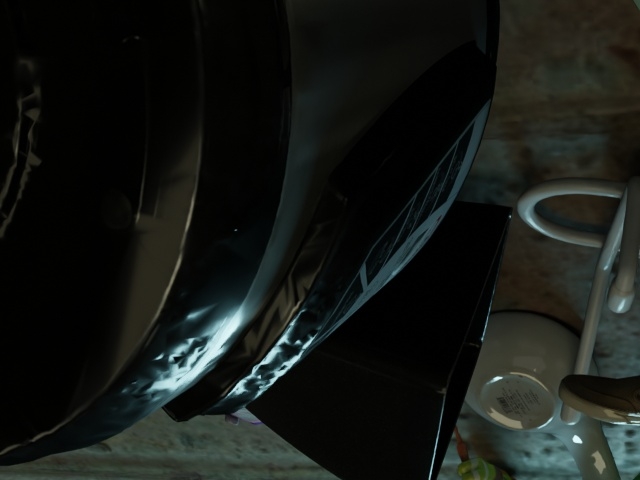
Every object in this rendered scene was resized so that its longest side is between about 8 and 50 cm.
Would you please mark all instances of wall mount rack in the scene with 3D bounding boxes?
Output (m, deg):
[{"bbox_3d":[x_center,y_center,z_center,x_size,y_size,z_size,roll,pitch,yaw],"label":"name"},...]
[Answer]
[{"bbox_3d":[0.317,0.064,0.901,0.350,0.130,0.304,9,159,9],"label":"wall mount rack"}]

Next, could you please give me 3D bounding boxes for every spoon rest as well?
[{"bbox_3d":[0.219,0.173,1.101,0.137,0.084,0.276,-18,116,31],"label":"spoon rest"}]

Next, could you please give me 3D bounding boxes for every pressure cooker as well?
[{"bbox_3d":[-0.098,-0.117,0.627,0.370,0.420,0.375,1,104,25],"label":"pressure cooker"}]

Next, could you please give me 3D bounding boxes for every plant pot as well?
[{"bbox_3d":[0.036,0.074,0.912,0.167,0.187,0.188,17,139,11],"label":"plant pot"}]

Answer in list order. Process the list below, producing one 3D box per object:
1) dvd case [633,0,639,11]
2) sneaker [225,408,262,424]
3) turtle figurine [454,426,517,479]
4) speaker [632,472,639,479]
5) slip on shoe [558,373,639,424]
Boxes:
[{"bbox_3d":[0.226,-0.187,0.733,0.087,0.013,0.119,-19,128,33],"label":"dvd case"},{"bbox_3d":[-0.096,0.135,1.138,0.236,0.095,0.104,5,145,11],"label":"sneaker"},{"bbox_3d":[0.210,0.310,1.174,0.087,0.217,0.269,-24,132,-1],"label":"turtle figurine"},{"bbox_3d":[0.342,0.212,0.919,0.131,0.131,0.296,20,155,-4],"label":"speaker"},{"bbox_3d":[0.246,0.115,0.863,0.135,0.051,0.041,14,114,25],"label":"slip on shoe"}]
